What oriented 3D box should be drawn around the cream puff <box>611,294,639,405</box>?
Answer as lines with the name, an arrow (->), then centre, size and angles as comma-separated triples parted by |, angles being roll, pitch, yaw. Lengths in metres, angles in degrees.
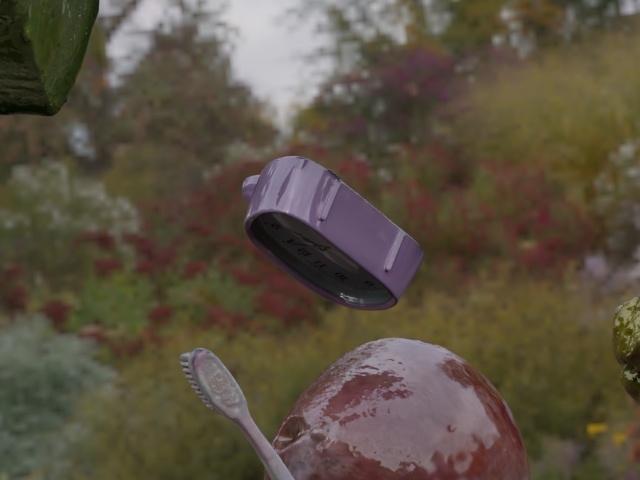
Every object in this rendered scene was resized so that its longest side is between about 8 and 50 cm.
cream puff -> 0.359, 0.123, 1.935 | 0.146, 0.146, 0.116 | -8, 24, 25

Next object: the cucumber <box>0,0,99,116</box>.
cucumber -> -0.197, -0.153, 1.020 | 0.130, 0.191, 0.191 | 13, 1, 17

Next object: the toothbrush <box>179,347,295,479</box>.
toothbrush -> -0.007, 0.197, 1.338 | 0.025, 0.307, 0.029 | -41, 16, -24

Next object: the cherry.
cherry -> 0.058, 0.204, 1.588 | 0.221, 0.261, 0.307 | 9, -20, 21

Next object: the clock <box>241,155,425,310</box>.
clock -> 0.000, 0.000, 1.540 | 0.153, 0.050, 0.110 | 38, -30, -26
